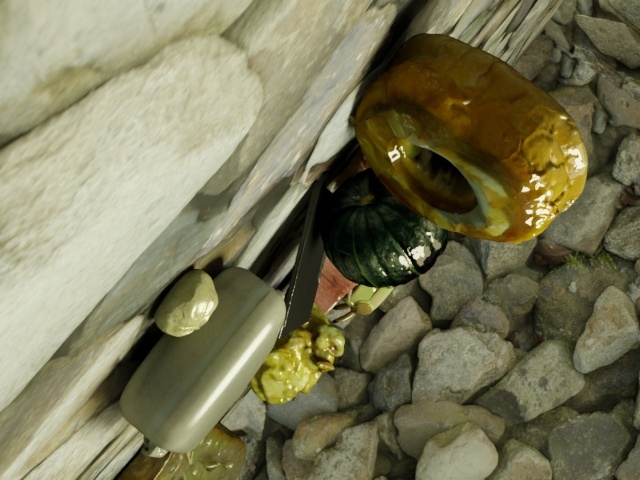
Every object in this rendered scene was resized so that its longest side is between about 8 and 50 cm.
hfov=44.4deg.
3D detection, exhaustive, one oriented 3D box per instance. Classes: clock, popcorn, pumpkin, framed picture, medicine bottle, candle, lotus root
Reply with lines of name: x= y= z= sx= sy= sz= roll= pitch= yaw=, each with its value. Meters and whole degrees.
clock: x=0.110 y=0.106 z=1.884 sx=0.232 sy=0.069 sz=0.170 roll=-52 pitch=-166 yaw=17
popcorn: x=-0.063 y=0.233 z=1.623 sx=0.266 sy=0.192 sz=0.233 roll=-4 pitch=-160 yaw=41
pumpkin: x=0.107 y=-0.025 z=1.291 sx=0.220 sy=0.220 sz=0.162 roll=-50 pitch=135 yaw=-12
framed picture: x=-0.016 y=0.035 z=1.394 sx=0.339 sy=0.014 sz=0.255 roll=8 pitch=96 yaw=-83
medicine bottle: x=-0.163 y=0.181 z=1.123 sx=0.282 sy=0.123 sz=0.375 roll=-50 pitch=174 yaw=-17
candle: x=0.039 y=0.070 z=1.815 sx=0.317 sy=0.131 sz=0.287 roll=-46 pitch=-175 yaw=18
lotus root: x=-0.317 y=0.537 z=1.716 sx=0.390 sy=0.111 sz=0.375 roll=-28 pitch=132 yaw=-48

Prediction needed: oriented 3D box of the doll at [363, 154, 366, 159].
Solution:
doll: x=0.107 y=-0.179 z=1.313 sx=0.127 sy=0.073 sz=0.084 roll=-50 pitch=142 yaw=-53

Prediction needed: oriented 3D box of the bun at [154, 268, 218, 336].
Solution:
bun: x=-0.153 y=0.078 z=0.922 sx=0.086 sy=0.055 sz=0.086 roll=-50 pitch=175 yaw=-6

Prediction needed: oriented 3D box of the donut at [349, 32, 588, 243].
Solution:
donut: x=0.186 y=-0.126 z=1.067 sx=0.160 sy=0.330 sz=0.330 roll=-41 pitch=170 yaw=-25

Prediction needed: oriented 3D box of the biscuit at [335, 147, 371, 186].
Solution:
biscuit: x=0.107 y=-0.153 z=1.515 sx=0.204 sy=0.040 sz=0.309 roll=-54 pitch=173 yaw=0
